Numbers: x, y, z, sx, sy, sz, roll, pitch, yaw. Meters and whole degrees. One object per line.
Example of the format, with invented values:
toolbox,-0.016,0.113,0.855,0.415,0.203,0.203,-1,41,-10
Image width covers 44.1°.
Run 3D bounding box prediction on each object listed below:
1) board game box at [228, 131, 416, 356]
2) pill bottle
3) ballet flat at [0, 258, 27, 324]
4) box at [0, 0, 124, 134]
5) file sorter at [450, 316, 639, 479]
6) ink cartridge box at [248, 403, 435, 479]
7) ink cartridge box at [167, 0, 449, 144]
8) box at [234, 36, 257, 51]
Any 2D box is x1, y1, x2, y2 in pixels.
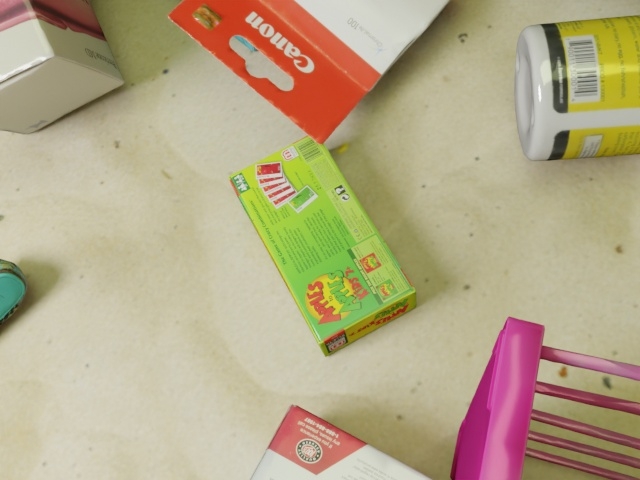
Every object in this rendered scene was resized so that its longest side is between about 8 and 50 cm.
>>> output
board game box,0.000,0.000,0.700,0.092,0.043,0.181,-28,66,-5
pill bottle,0.280,-0.134,0.680,0.208,0.119,0.119,-3,66,6
ballet flat,-0.343,0.088,0.706,0.070,0.070,0.188,40,75,21
box,-0.306,-0.233,0.735,0.126,0.148,0.232,-25,88,10
file sorter,0.162,0.201,0.458,0.182,0.291,0.202,12,69,10
ink cartridge box,-0.006,0.232,0.583,0.127,0.072,0.175,25,72,17
ink cartridge box,0.005,-0.232,0.740,0.189,0.066,0.232,40,59,-1
box,-0.122,-0.311,0.843,0.100,0.060,0.244,-43,68,-12
